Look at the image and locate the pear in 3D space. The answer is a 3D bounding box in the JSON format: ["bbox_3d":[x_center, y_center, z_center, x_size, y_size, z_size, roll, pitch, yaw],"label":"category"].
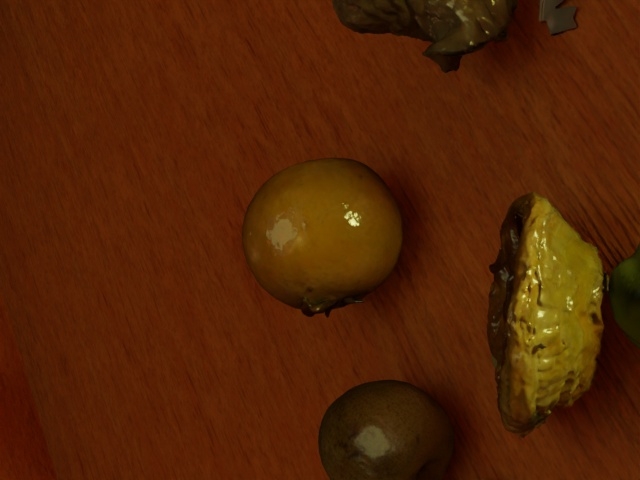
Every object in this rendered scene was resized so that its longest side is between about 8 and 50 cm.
[{"bbox_3d":[0.101,0.326,2.015,0.211,0.188,0.229,29,110,36],"label":"pear"}]

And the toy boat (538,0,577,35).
[{"bbox_3d":[0.368,-0.480,1.847,0.219,0.072,0.318,-23,72,52],"label":"toy boat"}]

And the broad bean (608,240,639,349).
[{"bbox_3d":[0.491,0.054,1.592,0.291,0.119,0.238,-17,73,50],"label":"broad bean"}]

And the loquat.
[{"bbox_3d":[0.000,0.000,2.116,0.275,0.274,0.275,-7,82,52],"label":"loquat"}]

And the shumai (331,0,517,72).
[{"bbox_3d":[0.194,-0.399,1.905,0.262,0.267,0.314,48,119,36],"label":"shumai"}]

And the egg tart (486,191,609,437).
[{"bbox_3d":[0.308,0.109,1.717,0.339,0.153,0.352,-49,-40,-81],"label":"egg tart"}]
